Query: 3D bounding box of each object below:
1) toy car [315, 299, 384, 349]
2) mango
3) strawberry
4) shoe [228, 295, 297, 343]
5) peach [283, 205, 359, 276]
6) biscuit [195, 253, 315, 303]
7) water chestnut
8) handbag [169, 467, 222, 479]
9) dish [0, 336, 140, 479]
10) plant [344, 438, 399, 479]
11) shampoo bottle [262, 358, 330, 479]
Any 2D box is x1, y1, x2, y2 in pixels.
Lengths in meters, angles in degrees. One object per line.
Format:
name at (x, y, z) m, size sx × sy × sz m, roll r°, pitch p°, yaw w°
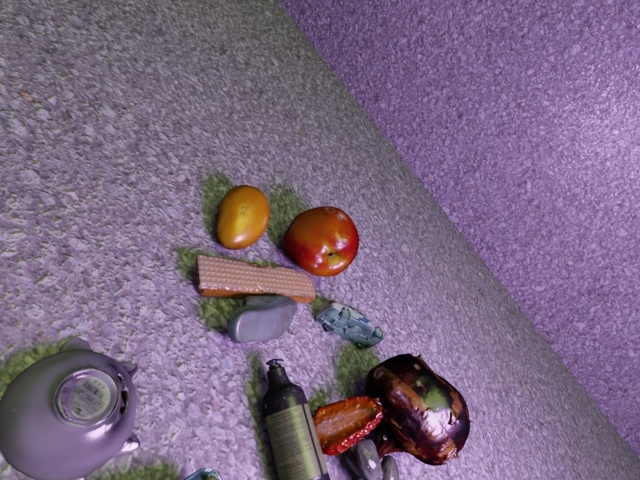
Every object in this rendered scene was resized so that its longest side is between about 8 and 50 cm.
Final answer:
toy car at (0.092, 0.249, 1.208) m, size 0.224 × 0.090 × 0.076 m, roll 33°, pitch 33°, yaw -25°
mango at (-0.219, -0.060, 1.120) m, size 0.145 × 0.112 × 0.219 m, roll 35°, pitch 49°, yaw -23°
strawberry at (0.062, 0.440, 0.944) m, size 0.121 × 0.188 × 0.082 m, roll -123°, pitch -160°, yaw -59°
shoe at (-0.154, 0.186, 0.991) m, size 0.100 × 0.103 × 0.251 m, roll 17°, pitch 7°, yaw 26°
peach at (0.000, 0.000, 1.237) m, size 0.244 × 0.199 × 0.243 m, roll 1°, pitch 33°, yaw 0°
biscuit at (-0.162, 0.112, 1.069) m, size 0.379 × 0.054 × 0.094 m, roll 12°, pitch 52°, yaw -43°
water chestnut at (0.226, 0.459, 1.056) m, size 0.300 × 0.300 × 0.299 m, roll 30°, pitch 40°, yaw -29°
handbag at (-0.179, 0.489, 0.567) m, size 0.274 × 0.100 × 0.268 m, roll 59°, pitch 2°, yaw 14°
dish at (-0.379, 0.261, 0.657) m, size 0.228 × 0.086 × 0.236 m, roll -16°, pitch 73°, yaw -54°
plant at (0.139, 0.595, 0.905) m, size 0.149 × 0.146 × 0.274 m, roll -10°, pitch 48°, yaw -20°
shampoo bottle at (-0.068, 0.396, 0.879) m, size 0.101 × 0.101 × 0.283 m, roll 8°, pitch 53°, yaw -45°
